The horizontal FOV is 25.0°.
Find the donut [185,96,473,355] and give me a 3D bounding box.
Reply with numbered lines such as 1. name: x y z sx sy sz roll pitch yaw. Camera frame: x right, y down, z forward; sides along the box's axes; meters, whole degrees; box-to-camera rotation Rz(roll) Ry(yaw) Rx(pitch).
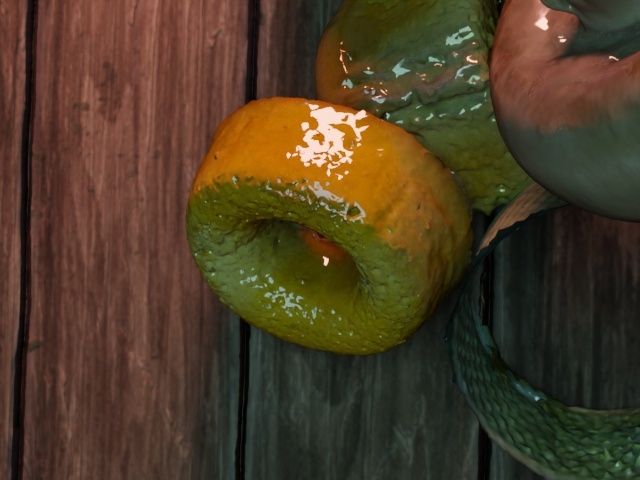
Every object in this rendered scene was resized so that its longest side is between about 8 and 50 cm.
1. donut: -0.003 0.000 1.346 0.277 0.277 0.108 18 47 15

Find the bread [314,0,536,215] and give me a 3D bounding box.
1. bread: 0.089 -0.139 1.367 0.204 0.162 0.262 -19 80 24

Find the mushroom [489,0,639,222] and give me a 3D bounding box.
1. mushroom: 0.268 -0.194 1.093 0.294 0.362 0.362 38 98 -30

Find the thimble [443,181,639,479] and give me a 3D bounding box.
1. thimble: 0.251 0.069 1.277 0.270 0.150 0.271 3 108 10
